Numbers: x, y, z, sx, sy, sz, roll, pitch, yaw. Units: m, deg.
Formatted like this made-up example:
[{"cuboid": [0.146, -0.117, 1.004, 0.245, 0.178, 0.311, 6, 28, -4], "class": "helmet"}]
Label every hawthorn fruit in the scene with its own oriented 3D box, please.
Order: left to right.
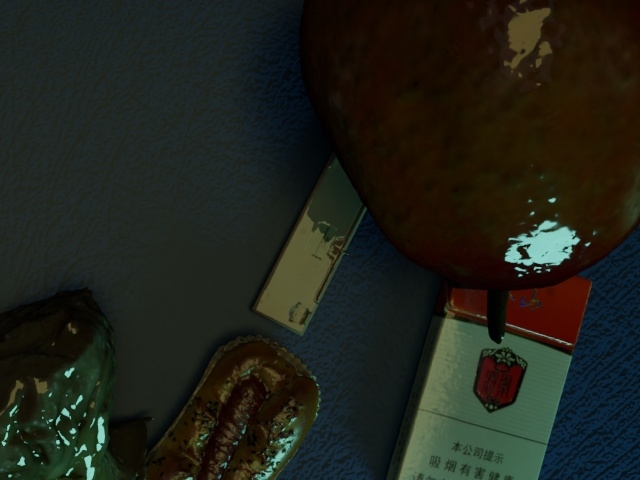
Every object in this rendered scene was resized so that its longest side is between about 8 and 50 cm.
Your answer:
[{"cuboid": [0.134, -0.086, 0.748, 0.285, 0.285, 0.368, -13, 113, -14], "class": "hawthorn fruit"}]

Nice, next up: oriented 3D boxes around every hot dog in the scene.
[{"cuboid": [-0.077, 0.172, 0.795, 0.108, 0.059, 0.191, 36, 84, -8], "class": "hot dog"}]

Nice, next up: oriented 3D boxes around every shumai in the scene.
[{"cuboid": [-0.205, 0.148, 0.714, 0.206, 0.166, 0.175, -40, 110, 14], "class": "shumai"}]

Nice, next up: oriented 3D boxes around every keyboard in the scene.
[{"cuboid": [0.000, 0.000, 0.832, 0.055, 0.017, 0.165, 28, 84, -8], "class": "keyboard"}]

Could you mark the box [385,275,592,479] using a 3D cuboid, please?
[{"cuboid": [0.153, 0.134, 0.863, 0.139, 0.035, 0.245, 19, 87, -13], "class": "box"}]
